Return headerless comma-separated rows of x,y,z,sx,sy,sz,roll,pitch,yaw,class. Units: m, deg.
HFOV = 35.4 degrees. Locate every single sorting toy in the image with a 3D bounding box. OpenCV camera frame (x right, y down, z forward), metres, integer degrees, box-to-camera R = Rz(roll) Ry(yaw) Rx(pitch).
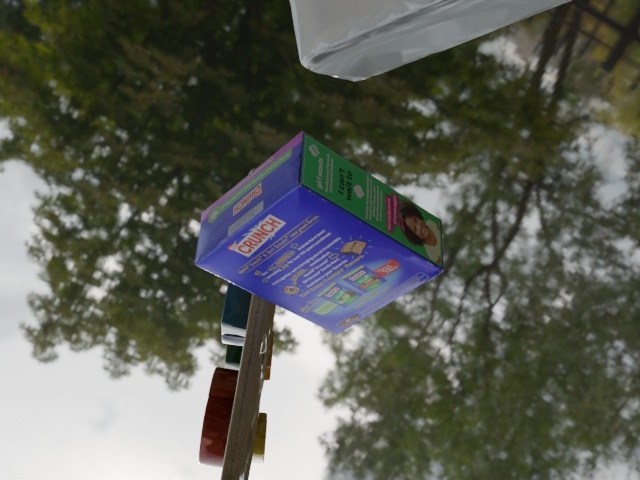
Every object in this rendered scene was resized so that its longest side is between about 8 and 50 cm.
-0.057,0.110,0.730,0.041,0.229,0.307,5,158,-3,sorting toy

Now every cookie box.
0.000,0.000,0.560,0.107,0.092,0.040,29,-137,-31,cookie box

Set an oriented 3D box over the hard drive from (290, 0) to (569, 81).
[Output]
0.063,-0.259,0.338,0.047,0.233,0.353,2,-104,-53,hard drive
